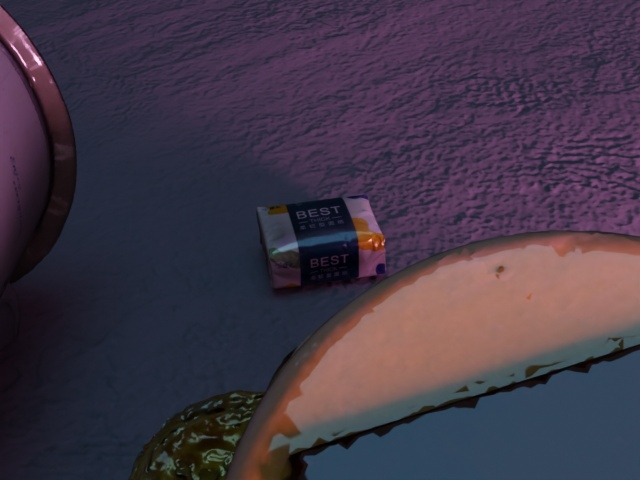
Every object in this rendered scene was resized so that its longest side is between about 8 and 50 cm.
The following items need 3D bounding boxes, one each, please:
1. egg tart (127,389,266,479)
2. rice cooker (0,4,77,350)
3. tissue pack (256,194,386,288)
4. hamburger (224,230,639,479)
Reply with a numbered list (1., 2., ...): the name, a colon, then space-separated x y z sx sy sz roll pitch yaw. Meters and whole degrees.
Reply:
1. egg tart: -0.039 0.131 0.510 0.129 0.049 0.129 -5 37 4
2. rice cooker: -0.288 -0.026 0.535 0.264 0.316 0.316 -26 32 19
3. tissue pack: 0.000 0.000 0.690 0.083 0.042 0.062 -8 39 -7
4. hamburger: 0.097 0.138 0.369 0.302 0.170 0.302 -3 59 5
